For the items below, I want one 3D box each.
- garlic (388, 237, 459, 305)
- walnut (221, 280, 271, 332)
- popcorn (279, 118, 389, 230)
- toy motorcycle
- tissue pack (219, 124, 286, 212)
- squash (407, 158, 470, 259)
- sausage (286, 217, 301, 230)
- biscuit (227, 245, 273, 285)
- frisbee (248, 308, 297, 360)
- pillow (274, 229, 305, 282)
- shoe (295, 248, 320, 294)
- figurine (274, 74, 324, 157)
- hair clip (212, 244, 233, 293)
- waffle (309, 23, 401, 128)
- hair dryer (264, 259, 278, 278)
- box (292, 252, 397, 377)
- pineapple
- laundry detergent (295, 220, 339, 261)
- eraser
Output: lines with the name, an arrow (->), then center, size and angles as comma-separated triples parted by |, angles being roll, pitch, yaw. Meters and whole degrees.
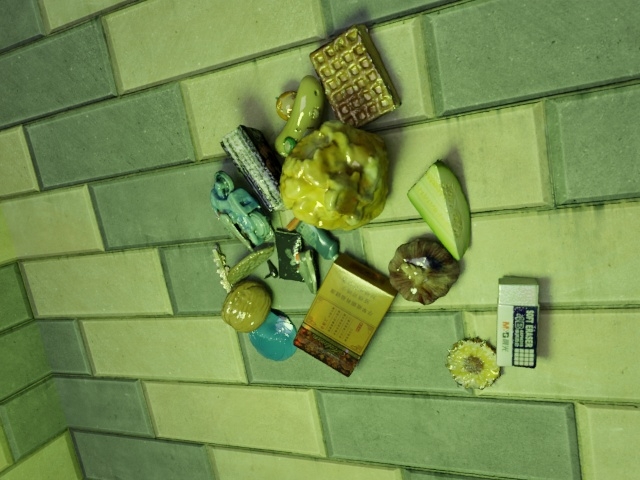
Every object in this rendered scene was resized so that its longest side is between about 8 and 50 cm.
garlic -> 0.347, 0.111, 1.848 | 0.245, 0.160, 0.245 | 4, 103, 16
walnut -> -0.295, 0.264, 2.188 | 0.213, 0.213, 0.213 | 7, 108, 24
popcorn -> 0.045, -0.206, 1.777 | 0.354, 0.390, 0.344 | 2, 89, 17
toy motorcycle -> -0.335, -0.100, 2.108 | 0.241, 0.182, 0.319 | -42, 85, 29
tissue pack -> -0.209, -0.255, 1.971 | 0.123, 0.245, 0.332 | -33, 89, 12
squash -> 0.436, -0.109, 1.765 | 0.289, 0.111, 0.203 | 52, 146, 10
sausage -> -0.087, -0.079, 2.080 | 0.031, 0.031, 0.107 | 49, 118, 6
biscuit -> -0.301, 0.104, 2.177 | 0.290, 0.141, 0.038 | -41, 71, 32
frisbee -> -0.207, 0.401, 2.272 | 0.242, 0.045, 0.242 | 7, 108, 23
pillow -> -0.119, 0.063, 2.119 | 0.141, 0.055, 0.208 | 9, 114, 37
shoe -> -0.049, 0.120, 2.075 | 0.077, 0.074, 0.194 | -1, 120, 11
figurine -> -0.082, -0.435, 1.907 | 0.222, 0.124, 0.324 | 55, 139, 36
hair clip -> -0.414, 0.121, 2.291 | 0.062, 0.056, 0.214 | -13, 107, 12
waffle -> 0.115, -0.541, 1.816 | 0.213, 0.091, 0.308 | -24, 94, 29
hair dryer -> -0.213, 0.129, 2.208 | 0.083, 0.031, 0.079 | -36, 77, 37
box -> 0.090, 0.286, 2.035 | 0.264, 0.116, 0.415 | 28, 117, 8
pineapple -> 0.542, 0.429, 1.914 | 0.221, 0.047, 0.221 | 6, 107, 21
laundry detergent -> -0.001, 0.001, 2.042 | 0.206, 0.061, 0.096 | 48, 126, 6
eraser -> 0.644, 0.269, 1.777 | 0.130, 0.086, 0.287 | -1, 103, 15
